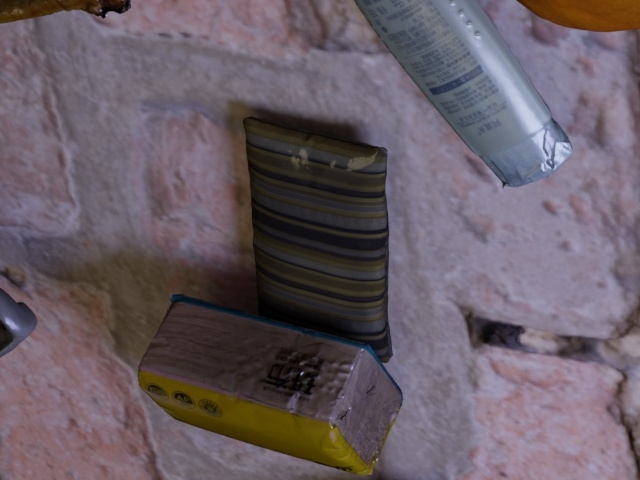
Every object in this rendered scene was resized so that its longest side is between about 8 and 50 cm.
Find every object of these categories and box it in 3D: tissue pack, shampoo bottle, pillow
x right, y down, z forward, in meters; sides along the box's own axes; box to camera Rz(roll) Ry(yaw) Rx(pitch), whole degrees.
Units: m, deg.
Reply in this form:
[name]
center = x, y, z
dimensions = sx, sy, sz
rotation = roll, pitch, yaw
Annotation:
[tissue pack]
center = -0.037, 0.111, 1.494
dimensions = 0.169, 0.082, 0.120
rotation = 14, 161, 21
[shampoo bottle]
center = 0.084, -0.126, 1.282
dimensions = 0.072, 0.049, 0.212
rotation = -23, 116, 34
[pillow]
center = 0.000, 0.000, 1.442
dimensions = 0.113, 0.038, 0.203
rotation = 14, 133, 17

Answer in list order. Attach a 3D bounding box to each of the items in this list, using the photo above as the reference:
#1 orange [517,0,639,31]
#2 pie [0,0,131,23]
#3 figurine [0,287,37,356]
[orange]
center = 0.163, -0.231, 1.046
dimensions = 0.171, 0.240, 0.240
rotation = -8, 141, -25
[pie]
center = -0.215, -0.190, 1.379
dimensions = 0.191, 0.033, 0.088
rotation = -4, 112, 30
[figurine]
center = -0.394, 0.004, 1.541
dimensions = 0.342, 0.167, 0.285
rotation = 24, 130, 33
